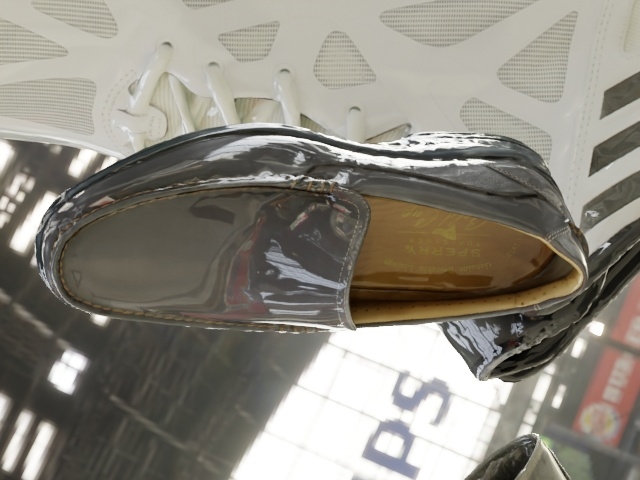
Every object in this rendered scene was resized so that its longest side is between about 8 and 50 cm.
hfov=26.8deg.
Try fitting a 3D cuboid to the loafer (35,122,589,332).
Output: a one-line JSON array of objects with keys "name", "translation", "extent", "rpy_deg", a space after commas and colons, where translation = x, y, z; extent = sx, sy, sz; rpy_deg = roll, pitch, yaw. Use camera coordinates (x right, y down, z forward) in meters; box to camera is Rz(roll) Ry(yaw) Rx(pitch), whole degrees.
[{"name": "loafer", "translation": [0.000, 0.000, 0.409], "extent": [0.061, 0.170, 0.062], "rpy_deg": [-119, 24, -61]}]

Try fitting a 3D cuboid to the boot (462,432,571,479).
[{"name": "boot", "translation": [0.121, 0.245, 0.765], "extent": [0.190, 0.076, 0.208], "rpy_deg": [-49, -65, -25]}]

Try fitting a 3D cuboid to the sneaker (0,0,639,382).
[{"name": "sneaker", "translation": [0.002, -0.054, 0.667], "extent": [0.169, 0.447, 0.257], "rpy_deg": [97, 163, -61]}]
